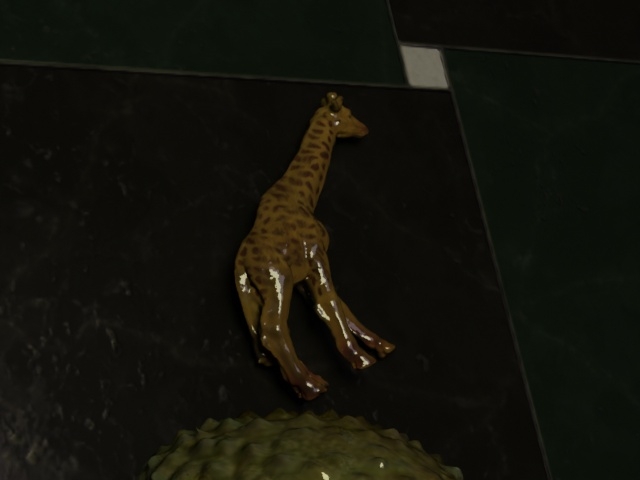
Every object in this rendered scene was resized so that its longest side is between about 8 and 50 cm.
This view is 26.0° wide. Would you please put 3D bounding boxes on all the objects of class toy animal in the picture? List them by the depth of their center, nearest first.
[{"bbox_3d":[-0.009,-0.001,1.122,0.149,0.054,0.276,5,63,-29],"label":"toy animal"}]

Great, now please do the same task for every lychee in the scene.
[{"bbox_3d":[-0.008,0.232,0.881,0.274,0.255,0.255,37,54,-3],"label":"lychee"}]
